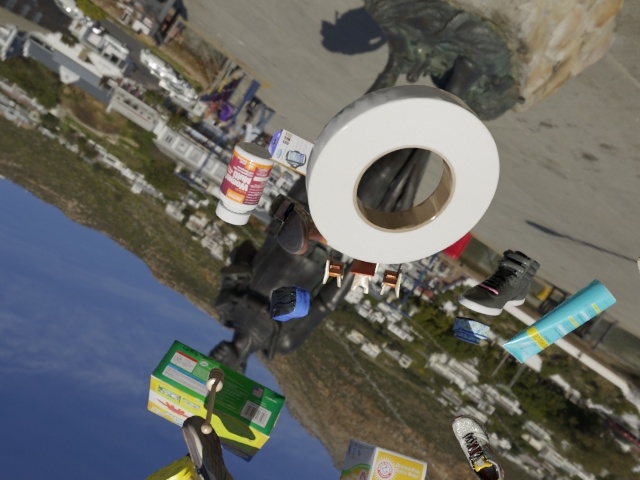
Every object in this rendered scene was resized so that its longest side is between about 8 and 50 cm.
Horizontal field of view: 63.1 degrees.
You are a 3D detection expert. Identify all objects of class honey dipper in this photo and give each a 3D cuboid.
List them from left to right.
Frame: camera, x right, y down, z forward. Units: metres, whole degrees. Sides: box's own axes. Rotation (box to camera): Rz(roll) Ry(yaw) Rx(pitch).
[{"bbox_3d":[-0.192,0.281,0.920,0.030,0.030,0.161,33,-167,-14],"label":"honey dipper"}]

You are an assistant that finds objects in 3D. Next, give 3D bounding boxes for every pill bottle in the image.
[{"bbox_3d":[-0.223,-0.164,1.515,0.121,0.221,0.121,21,-156,-10],"label":"pill bottle"}]

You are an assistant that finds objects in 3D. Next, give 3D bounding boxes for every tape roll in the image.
[{"bbox_3d":[0.161,-0.117,1.056,0.392,0.392,0.072,32,-152,-29],"label":"tape roll"}]

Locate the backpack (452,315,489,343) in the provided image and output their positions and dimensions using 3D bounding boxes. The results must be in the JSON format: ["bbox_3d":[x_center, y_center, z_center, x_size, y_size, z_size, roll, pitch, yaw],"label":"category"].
[{"bbox_3d":[0.539,0.323,1.858,0.105,0.084,0.114,20,169,-20],"label":"backpack"}]

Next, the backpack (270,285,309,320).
[{"bbox_3d":[-0.081,0.183,1.547,0.101,0.098,0.120,13,155,-37],"label":"backpack"}]

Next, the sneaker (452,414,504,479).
[{"bbox_3d":[0.456,0.604,1.491,0.225,0.088,0.092,58,-165,8],"label":"sneaker"}]

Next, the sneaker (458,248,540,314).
[{"bbox_3d":[0.452,0.096,1.315,0.295,0.147,0.104,-4,-154,-45],"label":"sneaker"}]

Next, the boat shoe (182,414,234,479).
[{"bbox_3d":[-0.351,0.686,1.538,0.132,0.130,0.355,-95,-11,-76],"label":"boat shoe"}]

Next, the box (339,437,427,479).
[{"bbox_3d":[0.124,0.485,1.082,0.114,0.103,0.203,20,161,-7],"label":"box"}]

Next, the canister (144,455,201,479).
[{"bbox_3d":[-0.319,0.609,1.211,0.170,0.126,0.073,62,178,-9],"label":"canister"}]

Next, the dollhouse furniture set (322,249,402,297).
[{"bbox_3d":[0.160,0.076,1.846,0.262,0.135,0.259,10,-161,7],"label":"dollhouse furniture set"}]

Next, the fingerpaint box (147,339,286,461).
[{"bbox_3d":[-0.387,0.592,1.898,0.444,0.163,0.371,27,141,1],"label":"fingerpaint box"}]

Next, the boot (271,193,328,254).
[{"bbox_3d":[0.000,0.000,1.506,0.280,0.096,0.264,28,-167,-30],"label":"boot"}]

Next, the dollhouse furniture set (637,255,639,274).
[{"bbox_3d":[0.595,0.023,0.842,0.129,0.129,0.183,68,166,-20],"label":"dollhouse furniture set"}]

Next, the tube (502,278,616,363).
[{"bbox_3d":[0.441,0.153,0.970,0.080,0.207,0.052,41,-162,-27],"label":"tube"}]

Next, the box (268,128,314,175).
[{"bbox_3d":[-0.068,-0.225,1.334,0.136,0.081,0.028,23,176,-21],"label":"box"}]
